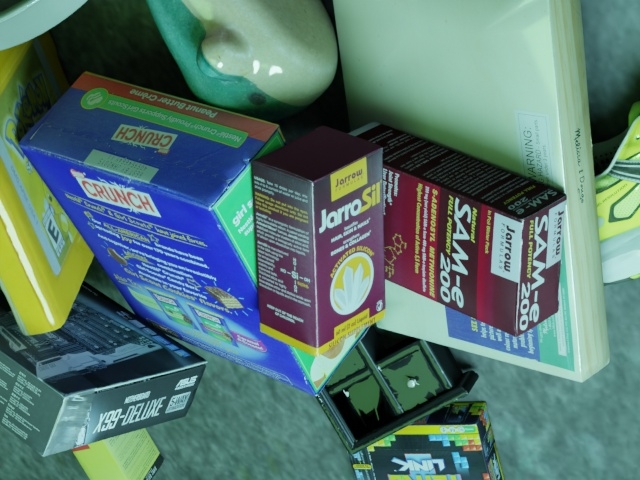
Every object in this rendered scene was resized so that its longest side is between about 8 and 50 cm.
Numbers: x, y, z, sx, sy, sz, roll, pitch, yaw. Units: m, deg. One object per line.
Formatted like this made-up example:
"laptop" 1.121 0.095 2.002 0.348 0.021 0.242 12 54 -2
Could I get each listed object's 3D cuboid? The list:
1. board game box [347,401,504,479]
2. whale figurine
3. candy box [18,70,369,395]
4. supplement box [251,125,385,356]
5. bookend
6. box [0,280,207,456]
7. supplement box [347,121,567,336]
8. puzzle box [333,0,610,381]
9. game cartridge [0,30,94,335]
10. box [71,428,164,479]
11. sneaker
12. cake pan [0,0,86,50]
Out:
"board game box" 0.121 0.257 2.057 0.170 0.048 0.141 -4 119 24
"whale figurine" -0.112 -0.220 1.730 0.272 0.216 0.141 34 124 -27
"candy box" -0.123 -0.007 1.825 0.268 0.122 0.317 19 153 35
"supplement box" 0.000 0.000 1.689 0.081 0.104 0.188 22 126 37
"bookend" 0.066 0.130 1.963 0.157 0.072 0.156 -29 93 19
"box" -0.314 0.103 1.890 0.307 0.242 0.076 31 110 26
"supplement box" 0.117 -0.014 1.696 0.239 0.073 0.130 23 126 36
"puzzle box" 0.144 -0.077 1.729 0.272 0.052 0.409 14 121 41
"game cartridge" -0.311 -0.109 1.838 0.052 0.285 0.324 -11 118 13
"box" -0.279 0.208 2.160 0.058 0.087 0.232 -14 116 29
"sneaker" 0.371 -0.080 1.675 0.384 0.145 0.147 -25 109 31
"cake pan" -0.290 -0.289 1.651 0.293 0.293 0.054 -7 144 25
